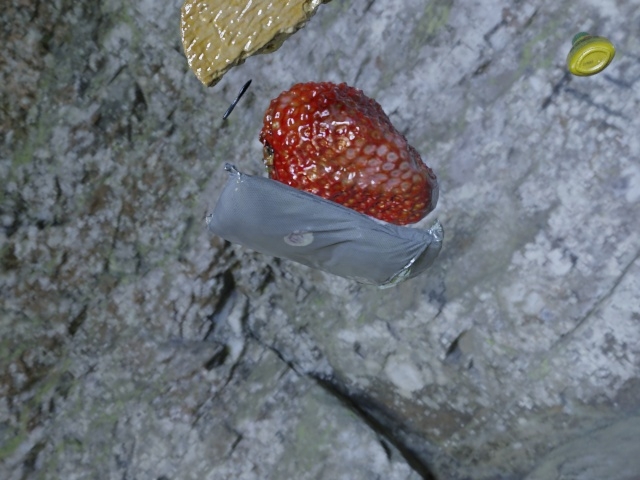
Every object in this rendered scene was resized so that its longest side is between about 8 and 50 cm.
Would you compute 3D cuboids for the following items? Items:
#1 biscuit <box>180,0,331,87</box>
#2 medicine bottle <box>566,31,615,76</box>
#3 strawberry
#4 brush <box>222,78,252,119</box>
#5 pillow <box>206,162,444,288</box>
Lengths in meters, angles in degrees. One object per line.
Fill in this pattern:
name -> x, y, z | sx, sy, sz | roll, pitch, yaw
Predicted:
biscuit -> -0.102, -0.319, 0.911 | 0.224, 0.144, 0.033 | -38, 10, -1
medicine bottle -> 0.582, -0.414, 1.467 | 0.094, 0.064, 0.260 | -28, 13, 26
strawberry -> 0.058, -0.141, 1.262 | 0.267, 0.351, 0.312 | -59, -18, -6
brush -> -0.139, -0.237, 1.127 | 0.083, 0.008, 0.024 | -56, 3, -1
pillow -> 0.000, 0.000, 0.727 | 0.169, 0.254, 0.059 | 140, 143, -64
